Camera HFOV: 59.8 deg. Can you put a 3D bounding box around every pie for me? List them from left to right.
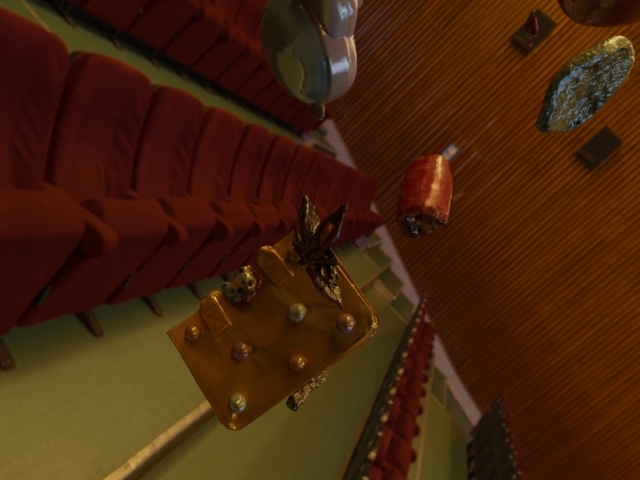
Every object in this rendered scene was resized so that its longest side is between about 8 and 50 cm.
[{"bbox_3d":[0.423,-0.247,0.900,0.041,0.187,0.187,56,15,28],"label":"pie"}]

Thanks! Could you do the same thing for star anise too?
[{"bbox_3d":[-0.004,0.000,0.927,0.053,0.157,0.212,-3,26,-26],"label":"star anise"}]

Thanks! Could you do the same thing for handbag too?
[{"bbox_3d":[-0.107,0.180,1.167,0.283,0.401,0.133,55,8,13],"label":"handbag"}]

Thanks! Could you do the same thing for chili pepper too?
[{"bbox_3d":[0.149,-0.067,0.793,0.070,0.073,0.123,19,52,-1],"label":"chili pepper"}]

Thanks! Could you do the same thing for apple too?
[{"bbox_3d":[0.661,-0.597,1.252,0.253,0.253,0.253,43,11,-11],"label":"apple"}]

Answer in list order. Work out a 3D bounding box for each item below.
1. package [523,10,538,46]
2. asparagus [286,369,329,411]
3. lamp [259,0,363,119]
[{"bbox_3d":[0.483,-0.485,1.278,0.083,0.029,0.059,3,79,-75],"label":"package"},{"bbox_3d":[-0.023,0.329,1.256,0.036,0.030,0.165,12,23,29],"label":"asparagus"},{"bbox_3d":[-0.021,-0.292,0.783,0.179,0.108,0.246,56,-23,15],"label":"lamp"}]
